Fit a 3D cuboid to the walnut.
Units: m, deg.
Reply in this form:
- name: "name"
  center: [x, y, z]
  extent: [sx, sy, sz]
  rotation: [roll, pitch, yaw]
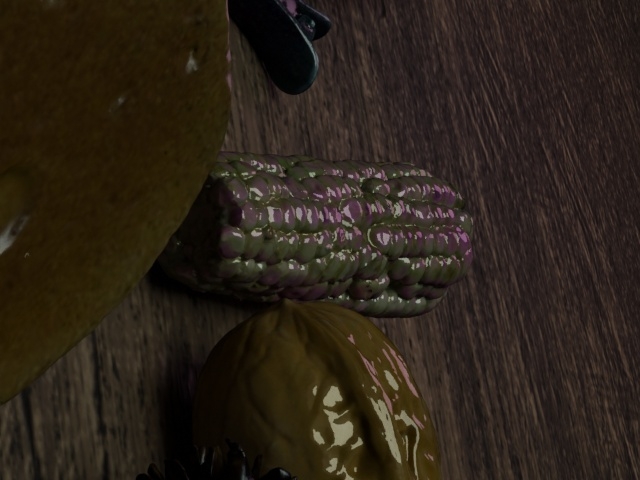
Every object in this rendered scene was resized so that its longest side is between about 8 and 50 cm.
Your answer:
- name: "walnut"
  center: [-0.002, 0.138, 1.085]
  extent: [0.159, 0.159, 0.207]
  rotation: [-19, 96, -63]

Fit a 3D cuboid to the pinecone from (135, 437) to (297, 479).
- name: "pinecone"
  center: [-0.060, 0.178, 0.962]
  extent: [0.140, 0.140, 0.121]
  rotation: [48, 66, -37]

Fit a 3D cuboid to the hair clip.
- name: "hair clip"
  center: [-0.080, -0.235, 1.284]
  extent: [0.275, 0.048, 0.083]
  rotation: [53, 37, -31]

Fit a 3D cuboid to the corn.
- name: "corn"
  center: [0.002, -0.002, 1.215]
  extent: [0.335, 0.126, 0.127]
  rotation: [2, 72, -59]

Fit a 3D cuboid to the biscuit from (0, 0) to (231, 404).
- name: "biscuit"
  center: [-0.179, -0.047, 0.795]
  extent: [0.344, 0.057, 0.287]
  rotation: [-48, 140, -26]
